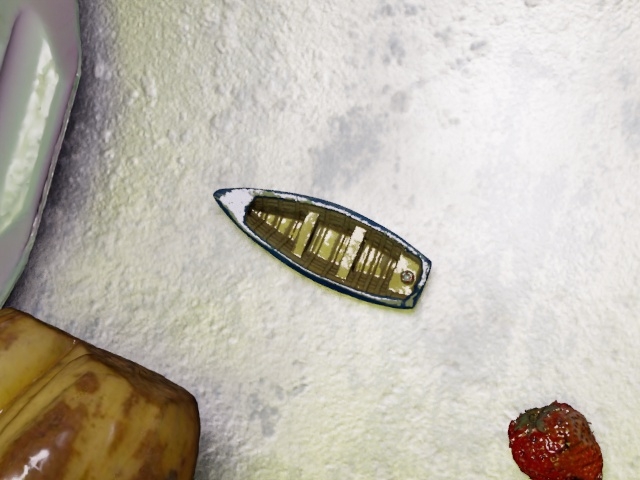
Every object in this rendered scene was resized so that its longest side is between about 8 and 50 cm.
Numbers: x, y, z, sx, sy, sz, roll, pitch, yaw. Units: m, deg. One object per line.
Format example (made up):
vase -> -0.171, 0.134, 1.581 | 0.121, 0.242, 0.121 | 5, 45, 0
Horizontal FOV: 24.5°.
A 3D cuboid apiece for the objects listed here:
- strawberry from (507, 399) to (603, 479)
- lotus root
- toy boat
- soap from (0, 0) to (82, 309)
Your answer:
strawberry -> 0.226, 0.198, 1.393 | 0.083, 0.083, 0.096 | -29, 82, 6
lotus root -> -0.263, 0.188, 1.352 | 0.316, 0.316, 0.250 | 28, 74, 10
toy boat -> 0.000, 0.000, 1.459 | 0.228, 0.046, 0.080 | 23, 90, 10
soap -> -0.381, -0.128, 1.435 | 0.261, 0.156, 0.446 | 14, 88, 34
